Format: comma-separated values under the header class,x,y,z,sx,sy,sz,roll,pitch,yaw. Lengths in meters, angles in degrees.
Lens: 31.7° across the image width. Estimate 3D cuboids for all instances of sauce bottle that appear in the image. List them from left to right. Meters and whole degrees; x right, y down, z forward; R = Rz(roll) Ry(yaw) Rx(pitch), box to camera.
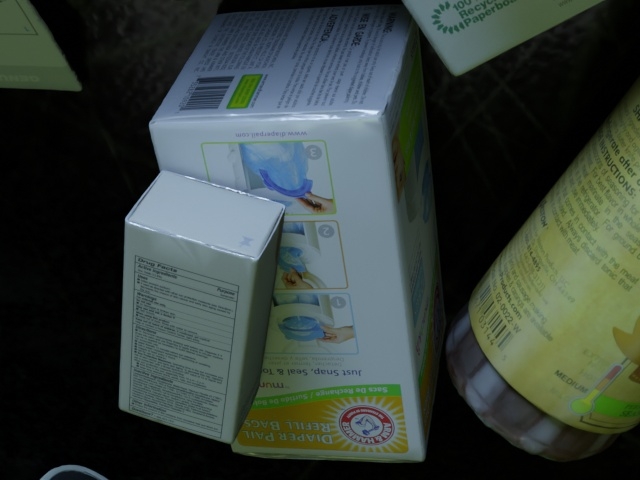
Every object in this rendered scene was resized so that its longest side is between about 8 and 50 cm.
class,x,y,z,sx,sy,sz,roll,pitch,yaw
sauce bottle,0.182,-0.036,0.504,0.111,0.111,0.344,25,128,-9

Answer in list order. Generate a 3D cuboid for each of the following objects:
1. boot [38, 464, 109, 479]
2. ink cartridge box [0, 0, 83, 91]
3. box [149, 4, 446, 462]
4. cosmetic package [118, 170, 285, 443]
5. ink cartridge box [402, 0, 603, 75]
class,x,y,z,sx,sy,sz,roll,pitch,yaw
boot,-0.138,0.281,0.815,0.244,0.088,0.176,37,124,-7
ink cartridge box,-0.265,-0.154,0.508,0.275,0.060,0.239,3,160,8
box,0.000,0.000,0.559,0.103,0.114,0.203,0,125,13
cosmetic package,-0.054,0.031,0.497,0.060,0.041,0.115,17,129,6
ink cartridge box,0.037,-0.234,0.413,0.165,0.065,0.332,-24,120,25
